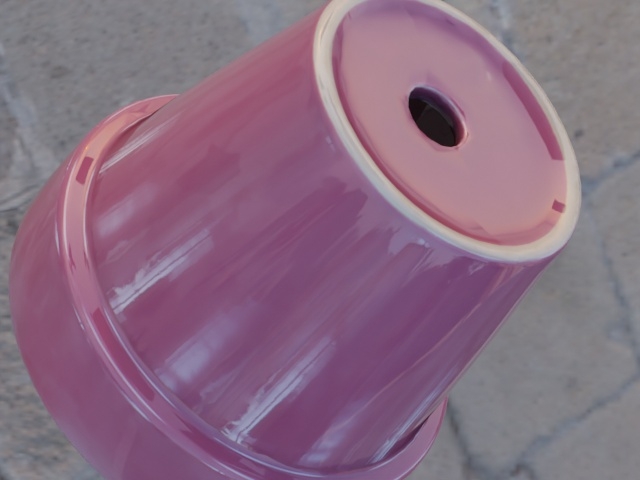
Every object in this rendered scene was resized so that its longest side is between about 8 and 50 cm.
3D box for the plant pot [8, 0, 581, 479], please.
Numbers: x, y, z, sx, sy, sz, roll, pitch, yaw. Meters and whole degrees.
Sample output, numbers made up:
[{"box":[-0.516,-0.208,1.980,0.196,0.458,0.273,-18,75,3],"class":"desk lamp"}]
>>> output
[{"box":[0.000,0.000,0.639,0.201,0.180,0.201,23,47,-27],"class":"plant pot"}]
